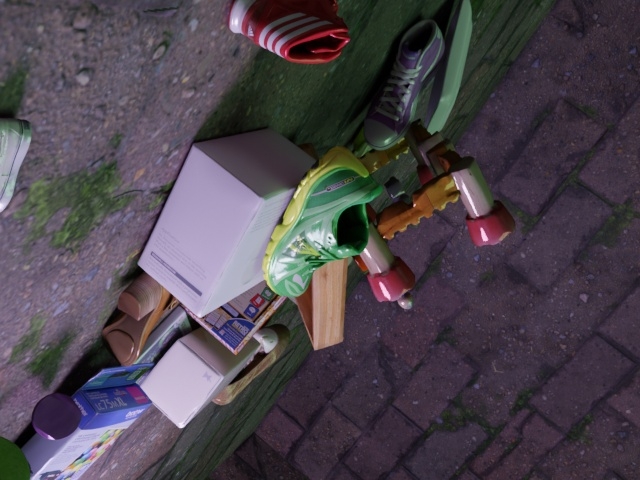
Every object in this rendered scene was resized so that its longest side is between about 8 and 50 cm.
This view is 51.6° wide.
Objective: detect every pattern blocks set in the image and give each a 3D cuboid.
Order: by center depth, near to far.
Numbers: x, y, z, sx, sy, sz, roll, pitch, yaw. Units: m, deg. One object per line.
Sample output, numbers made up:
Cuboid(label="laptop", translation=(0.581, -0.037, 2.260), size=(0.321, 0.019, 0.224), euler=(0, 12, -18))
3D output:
Cuboid(label="pattern blocks set", translation=(0.143, -0.269, 1.658), size=(0.325, 0.026, 0.285), euler=(-55, 168, 15))

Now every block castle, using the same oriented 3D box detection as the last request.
Cuboid(label="block castle", translation=(0.184, -0.062, 1.390), size=(0.302, 0.213, 0.453), euler=(-30, -158, 5))

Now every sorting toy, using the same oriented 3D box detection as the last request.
Cuboid(label="sorting toy", translation=(-0.500, 0.353, 0.926), size=(0.365, 0.127, 0.126), euler=(-43, -171, -29))

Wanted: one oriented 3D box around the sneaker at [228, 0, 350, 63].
Cuboid(label="sneaker", translation=(0.004, -0.284, 0.808), size=(0.221, 0.128, 0.087), euler=(-45, 168, -24))

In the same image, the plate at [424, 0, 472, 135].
Cuboid(label="plate", translation=(0.298, -0.385, 1.555), size=(0.278, 0.045, 0.278), euler=(95, 8, -76))

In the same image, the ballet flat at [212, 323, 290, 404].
Cuboid(label="ballet flat", translation=(-0.216, 0.348, 2.011), size=(0.342, 0.116, 0.124), euler=(-41, 145, -30))

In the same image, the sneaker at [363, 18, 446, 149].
Cuboid(label="sneaker", translation=(0.164, -0.334, 1.394), size=(0.282, 0.102, 0.161), euler=(-62, 165, 0))

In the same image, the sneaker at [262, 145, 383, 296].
Cuboid(label="sneaker", translation=(0.000, 0.000, 0.987), size=(0.109, 0.123, 0.296), euler=(-41, 164, -44))

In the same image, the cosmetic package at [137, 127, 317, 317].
Cuboid(label="cosmetic package", translation=(-0.128, -0.038, 1.024), size=(0.225, 0.138, 0.224), euler=(-57, 167, 26))

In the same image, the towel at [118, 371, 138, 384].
Cuboid(label="towel", translation=(-0.402, 0.301, 1.217), size=(0.152, 0.023, 0.113), euler=(-33, 162, -25))

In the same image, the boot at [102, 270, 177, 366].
Cuboid(label="boot", translation=(-0.274, 0.112, 1.093), size=(0.152, 0.073, 0.197), euler=(-45, 170, -50))

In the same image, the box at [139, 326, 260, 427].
Cuboid(label="box", translation=(-0.250, 0.271, 1.442), size=(0.148, 0.121, 0.311), euler=(-50, 175, 7))

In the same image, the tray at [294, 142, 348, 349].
Cuboid(label="tray", translation=(-0.012, 0.027, 1.306), size=(0.076, 0.203, 0.411), euler=(-16, 145, -11))

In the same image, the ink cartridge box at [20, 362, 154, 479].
Cuboid(label="ink cartridge box", translation=(-0.417, 0.339, 1.138), size=(0.311, 0.065, 0.186), euler=(-48, 164, 3))

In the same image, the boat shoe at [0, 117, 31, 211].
Cuboid(label="boat shoe", translation=(-0.289, -0.066, 0.589), size=(0.035, 0.035, 0.100), euler=(5, 131, -44))

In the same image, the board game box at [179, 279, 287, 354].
Cuboid(label="board game box", translation=(-0.160, 0.106, 1.325), size=(0.193, 0.146, 0.045), euler=(-48, 168, -18))

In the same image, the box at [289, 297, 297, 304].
Cuboid(label="box", translation=(-0.017, 0.070, 1.846), size=(0.214, 0.117, 0.243), euler=(-49, 169, -10))

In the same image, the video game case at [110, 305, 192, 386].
Cuboid(label="video game case", translation=(-0.335, 0.231, 1.335), size=(0.190, 0.022, 0.173), euler=(-47, 168, -20))
